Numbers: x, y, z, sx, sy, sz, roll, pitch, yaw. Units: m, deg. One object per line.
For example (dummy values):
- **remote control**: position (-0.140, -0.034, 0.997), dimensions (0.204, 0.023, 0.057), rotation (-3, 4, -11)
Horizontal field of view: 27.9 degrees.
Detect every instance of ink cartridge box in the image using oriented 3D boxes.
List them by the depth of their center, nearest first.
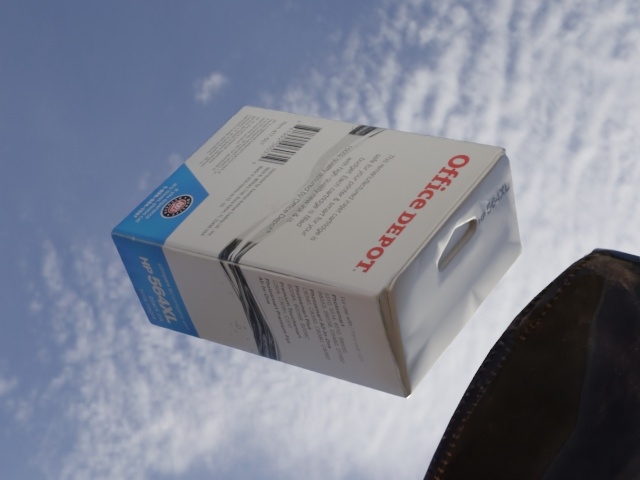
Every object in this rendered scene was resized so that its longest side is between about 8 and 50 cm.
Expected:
- **ink cartridge box**: position (0.000, 0.000, 0.793), dimensions (0.203, 0.148, 0.086), rotation (14, -45, 35)

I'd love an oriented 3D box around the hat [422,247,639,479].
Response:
- **hat**: position (0.119, 0.094, 0.497), dimensions (0.331, 0.134, 0.331), rotation (-42, -25, -25)
